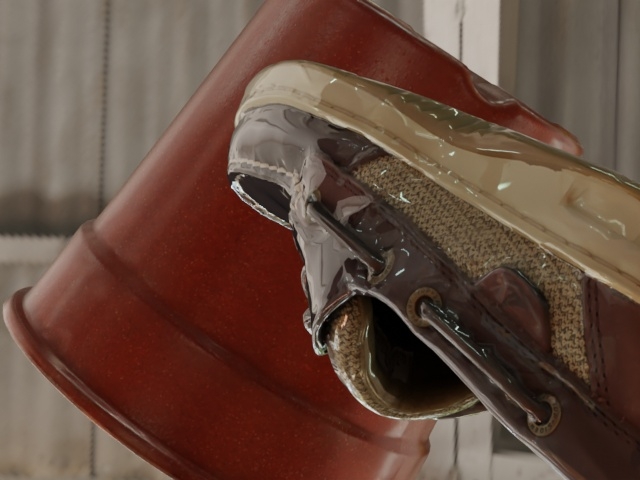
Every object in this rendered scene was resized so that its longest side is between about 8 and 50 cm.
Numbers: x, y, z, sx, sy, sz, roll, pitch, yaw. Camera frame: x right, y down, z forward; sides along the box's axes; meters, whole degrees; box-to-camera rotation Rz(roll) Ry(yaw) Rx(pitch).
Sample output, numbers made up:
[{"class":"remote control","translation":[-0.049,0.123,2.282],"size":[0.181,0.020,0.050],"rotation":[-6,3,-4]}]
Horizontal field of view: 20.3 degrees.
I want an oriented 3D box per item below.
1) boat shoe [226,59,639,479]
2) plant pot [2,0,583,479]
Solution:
[{"class":"boat shoe","translation":[0.037,0.012,0.567],"size":[0.103,0.285,0.092],"rotation":[34,-95,-34]},{"class":"plant pot","translation":[0.000,0.000,1.043],"size":[0.272,0.272,0.265],"rotation":[33,-83,-4]}]
